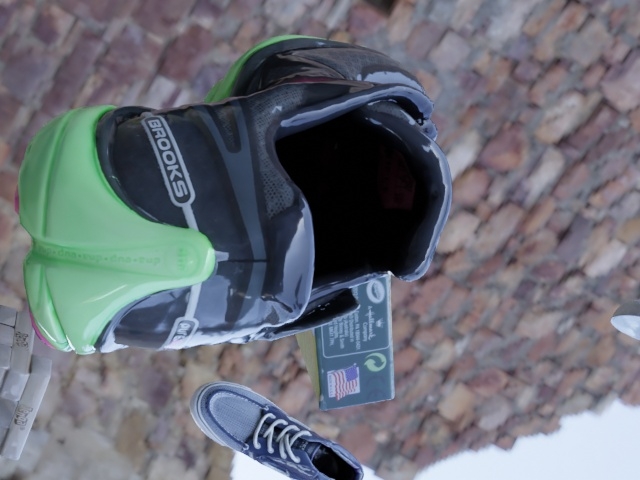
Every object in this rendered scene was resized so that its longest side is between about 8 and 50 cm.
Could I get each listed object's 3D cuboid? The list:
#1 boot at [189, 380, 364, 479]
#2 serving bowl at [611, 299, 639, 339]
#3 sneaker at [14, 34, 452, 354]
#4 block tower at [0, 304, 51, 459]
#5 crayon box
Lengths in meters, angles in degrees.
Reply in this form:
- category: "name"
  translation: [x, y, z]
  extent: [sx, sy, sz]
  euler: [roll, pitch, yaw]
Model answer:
- category: "boot"
  translation: [-0.042, 0.204, 1.366]
  extent: [0.086, 0.190, 0.069]
  euler: [-15, -133, 62]
- category: "serving bowl"
  translation: [0.332, 0.078, 1.290]
  extent: [0.083, 0.083, 0.027]
  euler: [-19, -131, 66]
- category: "sneaker"
  translation: [-0.004, -0.028, 0.848]
  extent: [0.483, 0.202, 0.185]
  euler: [-42, 135, -64]
- category: "block tower"
  translation: [-0.390, 0.079, 1.040]
  extent: [0.097, 0.335, 0.091]
  euler: [-104, -146, -60]
- category: "crayon box"
  translation: [0.000, 0.000, 1.348]
  extent: [0.318, 0.081, 0.202]
  euler: [-113, -163, -58]
